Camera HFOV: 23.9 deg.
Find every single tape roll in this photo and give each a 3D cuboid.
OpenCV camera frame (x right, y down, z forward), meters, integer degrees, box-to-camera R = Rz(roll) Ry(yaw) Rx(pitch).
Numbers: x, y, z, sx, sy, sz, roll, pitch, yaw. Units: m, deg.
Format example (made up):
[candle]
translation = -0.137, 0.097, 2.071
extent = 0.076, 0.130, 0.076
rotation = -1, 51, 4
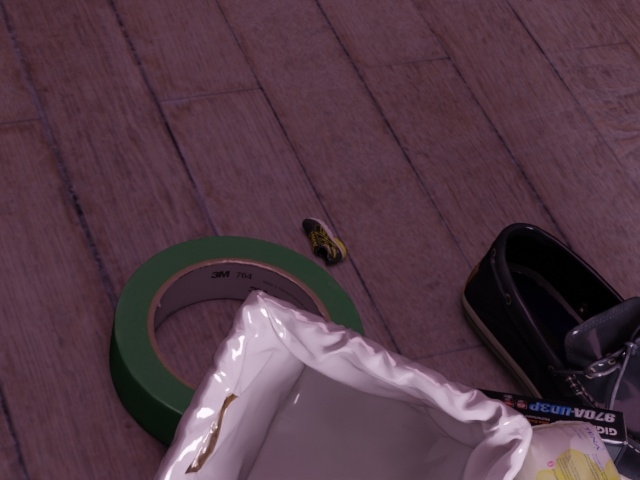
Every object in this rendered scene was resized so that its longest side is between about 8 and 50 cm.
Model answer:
[tape roll]
translation = -0.106, 0.135, 1.929
extent = 0.321, 0.077, 0.321
rotation = 7, 46, -7

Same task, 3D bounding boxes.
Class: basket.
[basket]
translation = 0.021, 0.269, 1.616
extent = 0.331, 0.266, 0.328
rotation = 25, 88, 11

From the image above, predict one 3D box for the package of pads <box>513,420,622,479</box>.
[package of pads]
translation = 0.286, 0.378, 1.693
extent = 0.101, 0.229, 0.297
rotation = -5, 48, -19

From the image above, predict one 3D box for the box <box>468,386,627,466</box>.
[box]
translation = 0.238, 0.260, 1.829
extent = 0.220, 0.175, 0.051
rotation = 10, 45, -6

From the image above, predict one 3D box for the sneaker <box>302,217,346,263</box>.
[sneaker]
translation = 0.000, 0.000, 2.113
extent = 0.035, 0.031, 0.083
rotation = -30, 60, -34

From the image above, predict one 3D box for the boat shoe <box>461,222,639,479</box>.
[boat shoe]
translation = 0.368, 0.161, 1.947
extent = 0.186, 0.156, 0.500
rotation = -18, 49, -31
